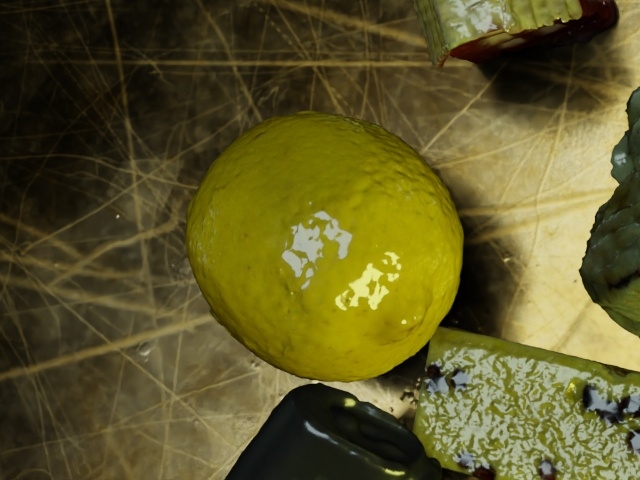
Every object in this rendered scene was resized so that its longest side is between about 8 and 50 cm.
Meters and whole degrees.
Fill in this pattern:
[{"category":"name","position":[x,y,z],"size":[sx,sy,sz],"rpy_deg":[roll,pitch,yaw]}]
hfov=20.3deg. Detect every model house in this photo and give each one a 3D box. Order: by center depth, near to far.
[{"category":"model house","position":[0.151,-0.269,1.660],"size":[0.160,0.254,0.196],"rpy_deg":[-16,88,25]}]

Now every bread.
[{"category":"bread","position":[0.264,0.181,1.653],"size":[0.361,0.077,0.138],"rpy_deg":[12,87,22]}]

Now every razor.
[{"category":"razor","position":[-0.026,0.297,1.682],"size":[0.189,0.107,0.327],"rpy_deg":[28,111,-4]}]

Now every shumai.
[{"category":"shumai","position":[0.359,-0.033,1.622],"size":[0.256,0.189,0.218],"rpy_deg":[-25,55,31]}]

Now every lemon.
[{"category":"lemon","position":[0.000,0.000,1.687],"size":[0.253,0.253,0.310],"rpy_deg":[-56,39,5]}]
